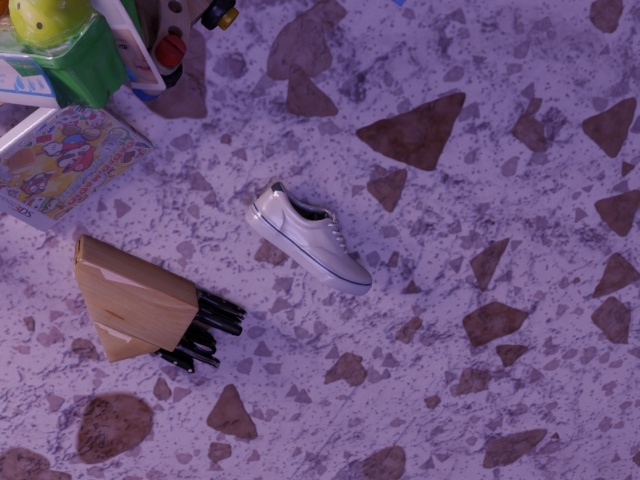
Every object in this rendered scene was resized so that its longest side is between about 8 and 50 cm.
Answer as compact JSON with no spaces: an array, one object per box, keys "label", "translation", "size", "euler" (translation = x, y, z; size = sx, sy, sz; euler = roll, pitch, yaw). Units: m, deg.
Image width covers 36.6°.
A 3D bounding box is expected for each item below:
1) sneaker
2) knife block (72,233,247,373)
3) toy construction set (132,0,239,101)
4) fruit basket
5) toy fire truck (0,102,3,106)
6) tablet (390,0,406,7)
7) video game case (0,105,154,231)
[{"label":"sneaker","translation":[0.000,0.000,1.597],"size":[0.258,0.094,0.091],"euler":[34,111,-25]},{"label":"knife block","translation":[-0.254,0.098,1.598],"size":[0.242,0.088,0.275],"euler":[-16,120,-4]},{"label":"toy construction set","translation":[-0.224,-0.373,1.284],"size":[0.257,0.237,0.309],"euler":[33,144,15]},{"label":"fruit basket","translation":[-0.374,-0.305,1.101],"size":[0.165,0.327,0.353],"euler":[-64,146,-24]},{"label":"toy fire truck","translation":[-0.445,-0.211,1.360],"size":[0.192,0.135,0.047],"euler":[-28,120,2]},{"label":"tablet","translation":[0.106,-0.394,1.458],"size":[0.083,0.006,0.054],"euler":[30,108,-24]},{"label":"video game case","translation":[-0.387,-0.115,1.428],"size":[0.227,0.026,0.206],"euler":[-36,153,8]}]
